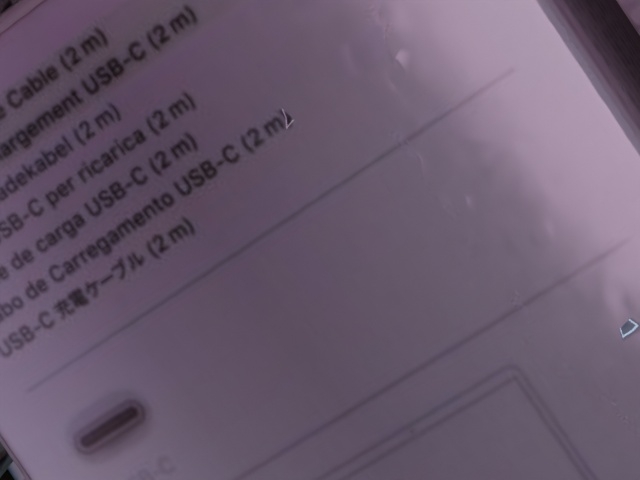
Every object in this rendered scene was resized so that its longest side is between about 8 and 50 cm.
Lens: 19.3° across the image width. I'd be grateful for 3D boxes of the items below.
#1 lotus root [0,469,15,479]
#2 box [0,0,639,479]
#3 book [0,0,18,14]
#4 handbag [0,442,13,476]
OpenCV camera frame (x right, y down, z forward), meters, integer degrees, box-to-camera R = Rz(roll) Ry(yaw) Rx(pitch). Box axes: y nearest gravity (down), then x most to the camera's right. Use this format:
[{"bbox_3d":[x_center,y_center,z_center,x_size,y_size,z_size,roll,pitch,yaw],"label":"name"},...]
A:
[{"bbox_3d":[-0.200,0.165,0.746,0.183,0.078,0.203,-17,91,10],"label":"lotus root"},{"bbox_3d":[0.014,0.019,0.537,0.203,0.106,0.251,-34,93,21],"label":"box"},{"bbox_3d":[0.000,0.000,0.655,0.322,0.018,0.228,47,140,4],"label":"book"},{"bbox_3d":[-0.281,0.005,0.678,0.327,0.162,0.325,-32,72,8],"label":"handbag"}]
